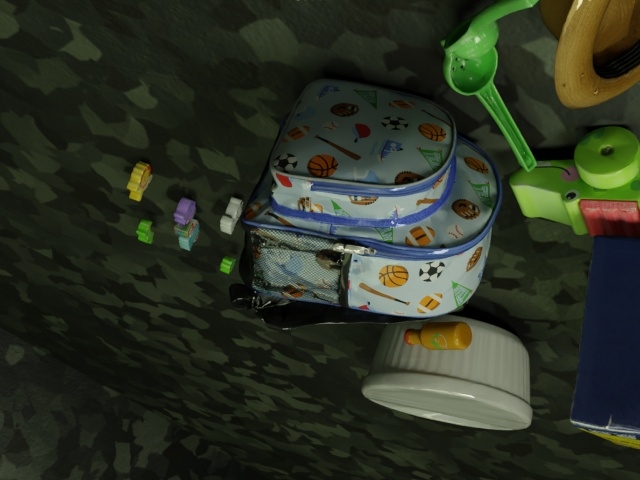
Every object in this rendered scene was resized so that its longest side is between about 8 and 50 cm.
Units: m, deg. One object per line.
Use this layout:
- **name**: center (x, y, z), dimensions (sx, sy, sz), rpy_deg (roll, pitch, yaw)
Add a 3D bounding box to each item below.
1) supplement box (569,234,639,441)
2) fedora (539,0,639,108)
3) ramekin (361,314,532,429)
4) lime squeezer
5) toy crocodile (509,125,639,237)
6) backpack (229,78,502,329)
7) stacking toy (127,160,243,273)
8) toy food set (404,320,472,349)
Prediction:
- **supplement box**: center (0.410, 0.138, 0.913), dimensions (0.194, 0.195, 0.356), rpy_deg (5, 167, 27)
- **fedora**: center (0.226, -0.197, 0.635), dimensions (0.079, 0.194, 0.194), rpy_deg (47, 166, 31)
- **ramekin**: center (0.206, 0.208, 1.311), dimensions (0.272, 0.127, 0.273), rpy_deg (11, 160, 4)
- **lime squeezer**: center (0.151, -0.159, 0.755), dimensions (0.058, 0.110, 0.310), rpy_deg (-27, 158, 3)
- **toy crocodile**: center (0.360, -0.040, 0.833), dimensions (0.340, 0.105, 0.115), rpy_deg (5, 148, 29)
- **backpack**: center (0.062, -0.042, 0.899), dimensions (0.263, 0.277, 0.213), rpy_deg (15, 139, 4)
- **stacking toy**: center (-0.209, -0.029, 1.299), dimensions (0.166, 0.052, 0.221), rpy_deg (21, 154, 4)
- **toy food set**: center (0.120, 0.051, 1.149), dimensions (0.104, 0.111, 0.232), rpy_deg (-10, 133, 46)
